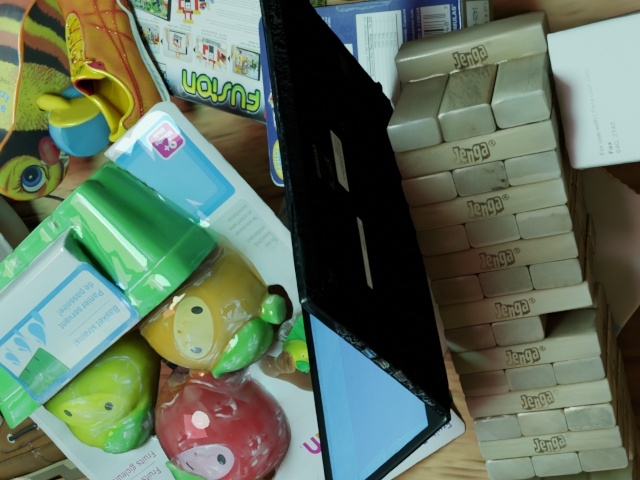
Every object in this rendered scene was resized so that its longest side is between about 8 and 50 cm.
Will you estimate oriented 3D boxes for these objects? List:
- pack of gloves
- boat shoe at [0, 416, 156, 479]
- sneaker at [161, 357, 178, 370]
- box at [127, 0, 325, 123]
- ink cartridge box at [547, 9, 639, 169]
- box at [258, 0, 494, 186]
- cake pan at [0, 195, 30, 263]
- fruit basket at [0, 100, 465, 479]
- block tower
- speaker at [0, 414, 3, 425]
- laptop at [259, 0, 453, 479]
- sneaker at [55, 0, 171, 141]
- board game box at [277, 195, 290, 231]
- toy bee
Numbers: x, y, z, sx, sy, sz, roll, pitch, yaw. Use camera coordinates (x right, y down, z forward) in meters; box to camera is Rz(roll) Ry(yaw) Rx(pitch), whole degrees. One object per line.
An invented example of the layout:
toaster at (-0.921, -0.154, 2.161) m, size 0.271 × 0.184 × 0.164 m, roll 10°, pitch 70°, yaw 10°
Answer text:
pack of gloves at (0.141, 0.015, 0.827) m, size 0.195 × 0.046 × 0.232 m, roll 38°, pitch 135°, yaw 24°
boat shoe at (-0.290, 0.208, 1.272) m, size 0.307 × 0.111 × 0.104 m, roll -20°, pitch 85°, yaw 37°
sneaker at (-0.153, 0.081, 1.099) m, size 0.211 × 0.081 × 0.080 m, roll 42°, pitch 128°, yaw 25°
box at (-0.085, -0.169, 0.978) m, size 0.207 × 0.036 × 0.114 m, roll 21°, pitch 118°, yaw 39°
ink cartridge box at (0.238, -0.096, 0.608) m, size 0.191 × 0.140 × 0.082 m, roll -4°, pitch 102°, yaw 45°
box at (0.036, -0.101, 0.825) m, size 0.225 × 0.036 × 0.136 m, roll 9°, pitch 107°, yaw 51°
cake pan at (-0.423, 0.013, 1.287) m, size 0.293 × 0.054 × 0.293 m, roll 16°, pitch 134°, yaw 17°
fruit basket at (-0.115, 0.114, 0.961) m, size 0.327 × 0.165 × 0.353 m, roll -38°, pitch 92°, yaw 28°
block tower at (0.127, 0.039, 0.713) m, size 0.091 × 0.097 × 0.335 m, roll -10°, pitch 115°, yaw 18°
speaker at (-0.434, 0.205, 1.440) m, size 0.136 × 0.055 × 0.055 m, roll 50°, pitch 132°, yaw 20°
laptop at (-0.011, 0.009, 0.710) m, size 0.137 × 0.264 × 0.234 m, roll -23°, pitch 55°, yaw 20°
sneaker at (-0.191, -0.165, 1.009) m, size 0.175 × 0.067 × 0.064 m, roll 59°, pitch 137°, yaw 15°
board game box at (0.000, 0.000, 0.964) m, size 0.090 × 0.020 × 0.090 m, roll 43°, pitch 129°, yaw 25°
toy bee at (-0.272, -0.103, 1.098) m, size 0.195 × 0.162 × 0.298 m, roll -10°, pitch 97°, yaw 44°
